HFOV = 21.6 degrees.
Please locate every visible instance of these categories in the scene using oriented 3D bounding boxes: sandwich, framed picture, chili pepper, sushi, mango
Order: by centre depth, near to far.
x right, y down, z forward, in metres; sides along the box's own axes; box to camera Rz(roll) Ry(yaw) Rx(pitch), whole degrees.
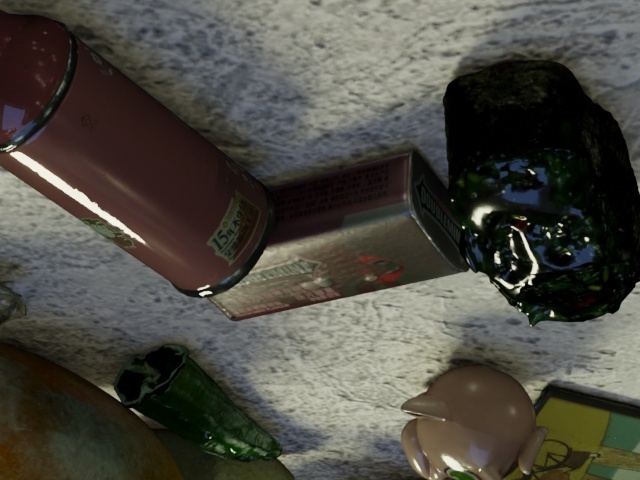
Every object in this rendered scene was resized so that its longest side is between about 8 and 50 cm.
[{"bbox_3d":[0.171,-0.029,1.267,0.124,0.127,0.225,-11,143,21],"label":"sushi"},{"bbox_3d":[-0.247,0.249,1.603,0.199,0.221,0.384,-35,103,27],"label":"mango"},{"bbox_3d":[-0.103,0.175,1.677,0.088,0.059,0.227,-22,142,26],"label":"chili pepper"},{"bbox_3d":[0.322,0.267,1.759,0.324,0.013,0.244,15,129,-17],"label":"framed picture"},{"bbox_3d":[-0.153,0.258,1.773,0.258,0.094,0.096,1,149,6],"label":"sandwich"}]

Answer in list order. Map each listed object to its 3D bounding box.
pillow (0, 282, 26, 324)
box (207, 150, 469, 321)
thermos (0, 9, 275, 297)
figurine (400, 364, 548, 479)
[{"bbox_3d":[-0.373,0.045,1.494,0.208,0.053,0.119,18,149,-22],"label":"pillow"},{"bbox_3d":[0.000,0.000,1.382,0.224,0.069,0.120,-12,145,24],"label":"box"},{"bbox_3d":[-0.179,-0.086,1.243,0.109,0.136,0.330,-41,133,12],"label":"thermos"},{"bbox_3d":[0.146,0.179,1.599,0.138,0.125,0.125,17,148,8],"label":"figurine"}]
